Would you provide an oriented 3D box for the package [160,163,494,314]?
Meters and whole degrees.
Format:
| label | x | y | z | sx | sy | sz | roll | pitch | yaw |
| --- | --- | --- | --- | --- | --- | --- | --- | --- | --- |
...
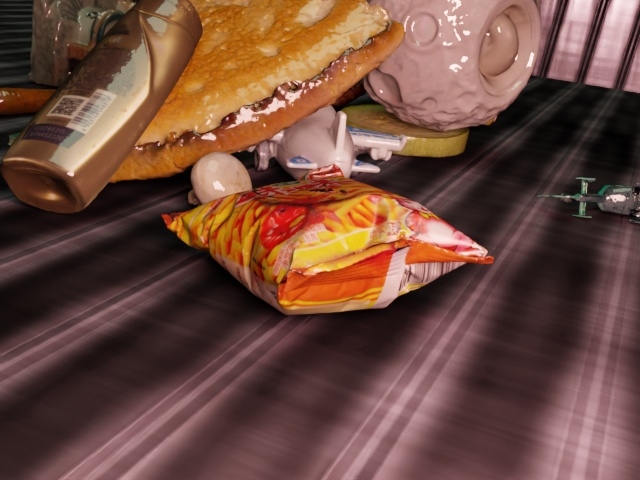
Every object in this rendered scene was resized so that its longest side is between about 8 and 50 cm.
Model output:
| label | x | y | z | sx | sy | sz | roll | pitch | yaw |
| --- | --- | --- | --- | --- | --- | --- | --- | --- | --- |
| package | -0.006 | 0.001 | 0.770 | 0.224 | 0.108 | 0.288 | -10 | 18 | -28 |

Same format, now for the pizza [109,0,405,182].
| label | x | y | z | sx | sy | sz | roll | pitch | yaw |
| --- | --- | --- | --- | --- | --- | --- | --- | --- | --- |
| pizza | -0.154 | -0.212 | 1.075 | 0.435 | 0.080 | 0.391 | 15 | 55 | 30 |

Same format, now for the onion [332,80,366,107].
| label | x | y | z | sx | sy | sz | roll | pitch | yaw |
| --- | --- | --- | --- | --- | --- | --- | --- | --- | --- |
| onion | 0.032 | -0.388 | 1.685 | 0.246 | 0.190 | 0.246 | -31 | 20 | 13 |

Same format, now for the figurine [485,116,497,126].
| label | x | y | z | sx | sy | sz | roll | pitch | yaw |
| --- | --- | --- | --- | --- | --- | --- | --- | --- | --- |
| figurine | 0.262 | -0.315 | 1.717 | 0.263 | 0.143 | 0.162 | 18 | 20 | -22 |

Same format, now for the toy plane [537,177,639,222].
| label | x | y | z | sx | sy | sz | roll | pitch | yaw |
| --- | --- | --- | --- | --- | --- | --- | --- | --- | --- |
| toy plane | 0.438 | -0.063 | 1.177 | 0.235 | 0.060 | 0.096 | 0 | 13 | -30 |

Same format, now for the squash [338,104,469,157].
| label | x | y | z | sx | sy | sz | roll | pitch | yaw |
| --- | --- | --- | --- | --- | --- | --- | --- | --- | --- |
| squash | 0.151 | -0.208 | 1.486 | 0.252 | 0.048 | 0.252 | 7 | 21 | -3 |

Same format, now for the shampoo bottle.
| label | x | y | z | sx | sy | sz | roll | pitch | yaw |
| --- | --- | --- | --- | --- | --- | --- | --- | --- | --- |
| shampoo bottle | -0.249 | -0.185 | 0.967 | 0.126 | 0.084 | 0.350 | 8 | 51 | 18 |

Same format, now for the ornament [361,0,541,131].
| label | x | y | z | sx | sy | sz | roll | pitch | yaw |
| --- | --- | --- | --- | --- | --- | --- | --- | --- | --- |
| ornament | 0.212 | -0.366 | 1.396 | 0.337 | 0.336 | 0.337 | 7 | 20 | -2 |

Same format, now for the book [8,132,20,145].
| label | x | y | z | sx | sy | sz | roll | pitch | yaw |
| --- | --- | --- | --- | --- | --- | --- | --- | --- | --- |
| book | -0.383 | -0.151 | 1.174 | 0.103 | 0.017 | 0.135 | 14 | 20 | 16 |

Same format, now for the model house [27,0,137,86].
| label | x | y | z | sx | sy | sz | roll | pitch | yaw |
| --- | --- | --- | --- | --- | --- | --- | --- | --- | --- |
| model house | -0.375 | -0.389 | 1.601 | 0.325 | 0.194 | 0.267 | 20 | 23 | 24 |

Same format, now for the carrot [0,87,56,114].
| label | x | y | z | sx | sy | sz | roll | pitch | yaw |
| --- | --- | --- | --- | --- | --- | --- | --- | --- | --- |
| carrot | -0.478 | -0.240 | 1.348 | 0.047 | 0.047 | 0.191 | 21 | 23 | 32 |

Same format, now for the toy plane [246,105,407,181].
| label | x | y | z | sx | sy | sz | roll | pitch | yaw |
| --- | --- | --- | --- | --- | --- | --- | --- | --- | --- |
| toy plane | -0.006 | -0.144 | 1.147 | 0.267 | 0.122 | 0.267 | 7 | 17 | -2 |

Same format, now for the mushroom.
| label | x | y | z | sx | sy | sz | roll | pitch | yaw |
| --- | --- | --- | --- | --- | --- | --- | --- | --- | --- |
| mushroom | -0.128 | -0.063 | 0.966 | 0.079 | 0.085 | 0.085 | -31 | -2 | 32 |
